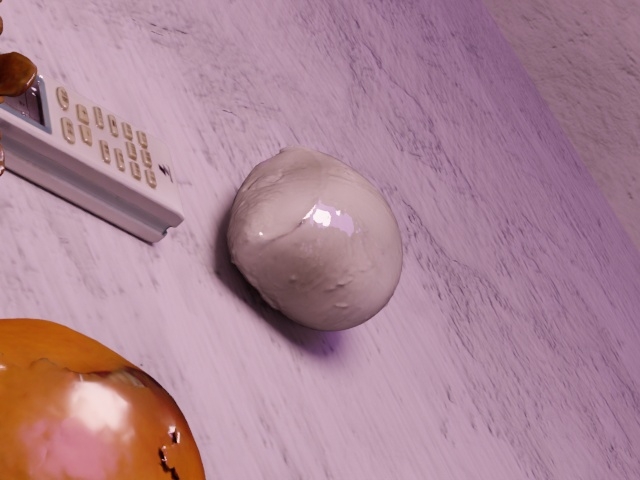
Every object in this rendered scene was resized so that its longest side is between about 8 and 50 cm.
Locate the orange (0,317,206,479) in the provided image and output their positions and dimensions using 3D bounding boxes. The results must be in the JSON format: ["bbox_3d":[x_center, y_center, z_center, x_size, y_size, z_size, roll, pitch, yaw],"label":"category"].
[{"bbox_3d":[-0.186,0.164,0.824,0.246,0.246,0.246,41,26,-25],"label":"orange"}]

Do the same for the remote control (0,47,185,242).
[{"bbox_3d":[-0.243,-0.099,1.310,0.277,0.055,0.103,31,31,-41],"label":"remote control"}]

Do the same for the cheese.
[{"bbox_3d":[0.000,0.000,1.498,0.189,0.154,0.198,50,23,-19],"label":"cheese"}]

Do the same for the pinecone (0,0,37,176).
[{"bbox_3d":[-0.328,-0.147,1.059,0.228,0.201,0.202,3,34,-29],"label":"pinecone"}]
